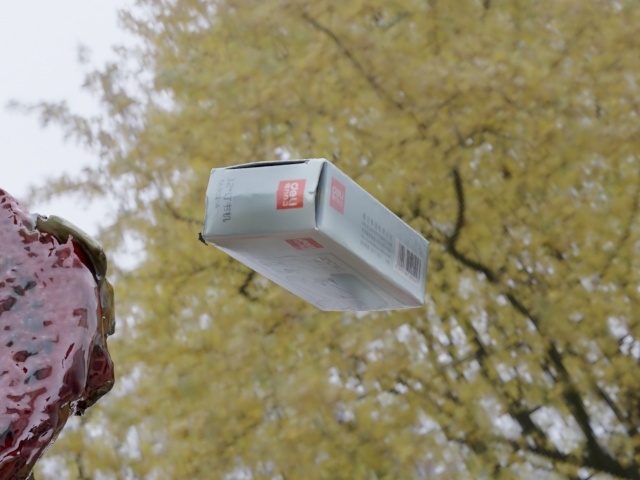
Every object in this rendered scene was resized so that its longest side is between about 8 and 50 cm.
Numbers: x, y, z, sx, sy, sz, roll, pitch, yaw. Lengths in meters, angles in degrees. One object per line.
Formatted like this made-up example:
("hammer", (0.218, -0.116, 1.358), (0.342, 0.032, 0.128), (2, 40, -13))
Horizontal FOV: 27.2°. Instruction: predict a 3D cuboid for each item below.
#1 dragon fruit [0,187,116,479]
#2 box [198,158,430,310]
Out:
("dragon fruit", (-0.224, 0.092, 0.876), (0.205, 0.317, 0.152), (-3, -28, 13))
("box", (0.000, 0.000, 1.364), (0.135, 0.079, 0.269), (-4, -21, 27))
